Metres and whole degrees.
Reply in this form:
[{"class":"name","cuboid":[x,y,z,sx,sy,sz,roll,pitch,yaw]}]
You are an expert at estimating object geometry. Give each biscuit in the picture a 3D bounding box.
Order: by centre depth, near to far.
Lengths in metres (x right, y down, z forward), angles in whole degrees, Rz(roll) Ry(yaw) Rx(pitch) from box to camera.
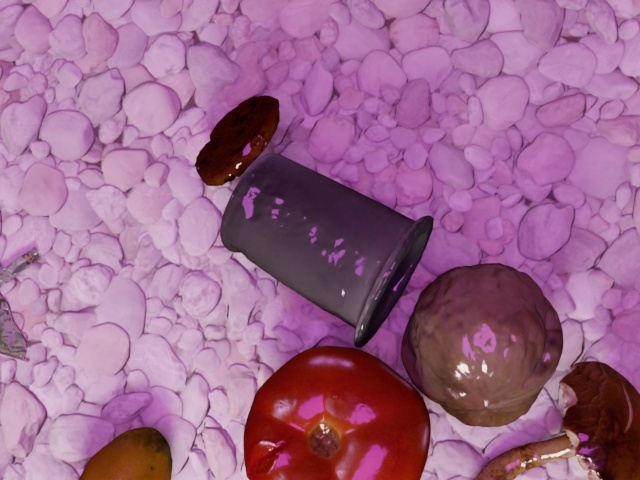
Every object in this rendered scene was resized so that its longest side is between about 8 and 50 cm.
[{"class":"biscuit","cuboid":[-0.135,-0.167,1.407,0.049,0.192,0.192,39,86,-31]}]

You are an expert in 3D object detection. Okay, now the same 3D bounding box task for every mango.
[{"class":"mango","cuboid":[-0.321,0.411,1.373,0.151,0.120,0.221,6,77,1]}]

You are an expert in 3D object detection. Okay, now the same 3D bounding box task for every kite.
[{"class":"kite","cuboid":[-0.612,0.083,1.483,0.267,0.013,0.323,-25,83,1]}]

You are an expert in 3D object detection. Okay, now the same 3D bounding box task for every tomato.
[{"class":"tomato","cuboid":[0.033,0.312,1.298,0.298,0.226,0.299,-5,66,11]}]

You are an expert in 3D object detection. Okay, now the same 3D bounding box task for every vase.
[{"class":"vase","cuboid":[0.000,0.000,1.347,0.291,0.245,0.245,29,86,11]}]

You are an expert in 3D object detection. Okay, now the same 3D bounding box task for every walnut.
[{"class":"walnut","cuboid":[0.247,0.160,1.295,0.248,0.248,0.248,0,83,4]}]

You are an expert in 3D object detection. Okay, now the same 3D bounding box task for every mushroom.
[{"class":"mushroom","cuboid":[0.373,0.303,1.324,0.301,0.208,0.233,-1,42,14]}]
